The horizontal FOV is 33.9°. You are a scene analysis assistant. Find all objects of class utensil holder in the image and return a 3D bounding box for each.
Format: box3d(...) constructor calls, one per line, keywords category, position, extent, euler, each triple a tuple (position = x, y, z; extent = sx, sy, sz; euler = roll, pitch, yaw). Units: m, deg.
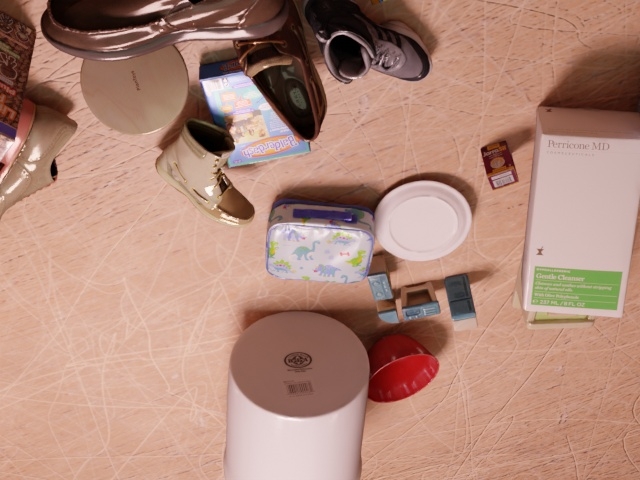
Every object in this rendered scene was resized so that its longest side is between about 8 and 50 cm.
box3d(category="utensil holder", position=(-0.055, 0.394, 2.360), extent=(0.327, 0.328, 0.386), euler=(0, 133, -5))

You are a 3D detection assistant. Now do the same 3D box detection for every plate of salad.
box3d(category="plate of salad", position=(0.205, -0.043, 2.126), extent=(0.199, 0.048, 0.200), euler=(0, 126, 0))

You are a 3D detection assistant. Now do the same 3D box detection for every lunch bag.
box3d(category="lunch bag", position=(0.000, 0.000, 2.112), extent=(0.218, 0.090, 0.176), euler=(4, 138, -2))

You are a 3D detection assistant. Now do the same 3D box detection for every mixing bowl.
box3d(category="mixing bowl", position=(0.169, 0.280, 2.402), extent=(0.181, 0.098, 0.181), euler=(-15, 141, -13))

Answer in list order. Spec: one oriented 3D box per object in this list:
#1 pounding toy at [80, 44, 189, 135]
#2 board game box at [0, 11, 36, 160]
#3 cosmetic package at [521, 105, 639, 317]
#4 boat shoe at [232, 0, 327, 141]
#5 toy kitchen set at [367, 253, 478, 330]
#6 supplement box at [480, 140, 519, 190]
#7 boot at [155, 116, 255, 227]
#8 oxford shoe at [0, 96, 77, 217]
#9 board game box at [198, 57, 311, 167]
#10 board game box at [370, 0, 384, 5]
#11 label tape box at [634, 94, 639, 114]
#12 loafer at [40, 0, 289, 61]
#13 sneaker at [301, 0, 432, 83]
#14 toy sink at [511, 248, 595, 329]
box3d(category="pounding toy", position=(-0.303, -0.303, 1.789), extent=(0.182, 0.110, 0.237), euler=(10, 105, -1))
box3d(category="board game box", position=(-0.590, -0.212, 1.697), extent=(0.141, 0.291, 0.232), euler=(27, 128, -29))
box3d(category="cosmetic package", position=(0.488, -0.054, 1.975), extent=(0.196, 0.155, 0.366), euler=(3, 118, 8))
box3d(category="boat shoe", position=(-0.080, -0.314, 1.723), extent=(0.123, 0.123, 0.342), euler=(-19, 117, 9))
box3d(category="toy kitchen set", position=(0.214, 0.108, 2.227), extent=(0.207, 0.122, 0.166), euler=(-12, 136, 6))
box3d(category="supplement box", position=(0.343, -0.143, 2.010), extent=(0.055, 0.083, 0.043), euler=(-19, 134, 14))
box3d(category="boot", position=(-0.187, -0.123, 1.924), extent=(0.213, 0.077, 0.165), euler=(37, 142, -8))
box3d(category="oxford shoe", position=(-0.555, -0.106, 1.935), extent=(0.130, 0.123, 0.348), euler=(16, 133, -28))
box3d(category="board game box", position=(-0.115, -0.235, 1.895), extent=(0.160, 0.047, 0.210), euler=(-10, 135, 4))
box3d(category="board game box", position=(0.123, -0.474, 1.675), extent=(0.141, 0.048, 0.170), euler=(-15, 135, 11))
box3d(category="label tape box", position=(0.714, -0.238, 1.935), extent=(0.240, 0.106, 0.334), euler=(-1, 135, -4))
box3d(category="loafer", position=(-0.232, -0.362, 1.530), extent=(0.365, 0.134, 0.130), euler=(-9, 148, -2))
box3d(category="sneaker", position=(0.084, -0.310, 1.762), extent=(0.268, 0.153, 0.101), euler=(27, 128, -29))
box3d(category="toy sink", position=(0.509, 0.106, 2.248), extent=(0.152, 0.131, 0.234), euler=(-1, 136, -5))
